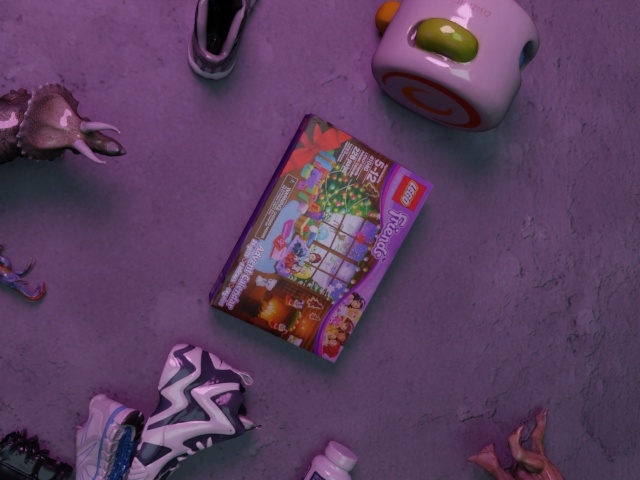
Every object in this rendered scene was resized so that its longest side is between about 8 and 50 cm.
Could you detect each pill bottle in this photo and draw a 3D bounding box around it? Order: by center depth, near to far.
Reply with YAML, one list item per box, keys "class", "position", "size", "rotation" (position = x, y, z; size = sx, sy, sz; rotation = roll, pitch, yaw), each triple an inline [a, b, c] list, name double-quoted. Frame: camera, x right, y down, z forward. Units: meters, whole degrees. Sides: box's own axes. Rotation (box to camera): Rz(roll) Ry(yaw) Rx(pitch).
- class: "pill bottle"
  position: [0.005, 0.366, 0.861]
  size: [0.067, 0.067, 0.120]
  rotation: [31, 89, -16]

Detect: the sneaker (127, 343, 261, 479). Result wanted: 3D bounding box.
- class: "sneaker"
  position: [-0.164, 0.271, 0.792]
  size: [0.153, 0.094, 0.235]
  rotation: [18, 82, -7]

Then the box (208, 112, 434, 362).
- class: "box"
  position: [0.000, 0.000, 0.809]
  size: [0.200, 0.057, 0.293]
  rotation: [27, 95, -16]

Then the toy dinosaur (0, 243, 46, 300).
- class: "toy dinosaur"
  position: [-0.399, 0.046, 0.747]
  size: [0.090, 0.047, 0.082]
  rotation: [-15, 113, 22]

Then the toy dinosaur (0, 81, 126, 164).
- class: "toy dinosaur"
  position: [-0.389, -0.115, 0.655]
  size: [0.313, 0.160, 0.121]
  rotation: [-15, 100, -13]

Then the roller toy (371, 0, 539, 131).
- class: "roller toy"
  position: [0.177, -0.248, 0.765]
  size: [0.191, 0.209, 0.146]
  rotation: [28, 89, -29]

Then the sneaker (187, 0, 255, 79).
- class: "sneaker"
  position: [-0.109, -0.320, 0.713]
  size: [0.086, 0.132, 0.229]
  rotation: [9, 95, -15]

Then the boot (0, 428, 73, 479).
- class: "boot"
  position: [-0.404, 0.322, 0.766]
  size: [0.099, 0.045, 0.121]
  rotation: [40, 79, -17]

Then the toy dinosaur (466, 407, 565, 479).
- class: "toy dinosaur"
  position: [0.341, 0.383, 0.871]
  size: [0.127, 0.295, 0.200]
  rotation: [-41, 64, 18]

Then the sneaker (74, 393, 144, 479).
- class: "sneaker"
  position: [-0.303, 0.291, 0.785]
  size: [0.082, 0.071, 0.191]
  rotation: [28, 103, 23]
